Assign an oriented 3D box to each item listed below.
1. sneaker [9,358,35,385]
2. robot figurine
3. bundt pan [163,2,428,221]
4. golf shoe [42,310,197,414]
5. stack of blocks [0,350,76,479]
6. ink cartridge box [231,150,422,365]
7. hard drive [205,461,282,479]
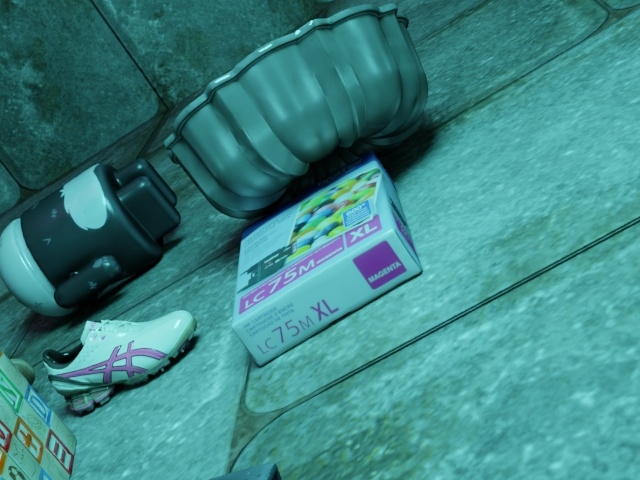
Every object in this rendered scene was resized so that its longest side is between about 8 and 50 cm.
[{"bbox_3d":[-0.437,0.229,1.299,0.188,0.066,0.071,-38,34,5],"label":"sneaker"},{"bbox_3d":[-0.346,-0.002,1.530,0.278,0.174,0.209,-33,-5,6],"label":"robot figurine"},{"bbox_3d":[-0.010,-0.131,1.206,0.330,0.124,0.331,-30,-10,-6],"label":"bundt pan"},{"bbox_3d":[-0.226,0.121,1.141,0.186,0.086,0.067,-29,17,12],"label":"golf shoe"},{"bbox_3d":[-0.320,0.211,0.940,0.087,0.171,0.297,-34,19,1],"label":"stack of blocks"},{"bbox_3d":[0.000,0.000,1.098,0.185,0.065,0.311,-31,17,10],"label":"ink cartridge box"},{"bbox_3d":[-0.140,0.253,0.706,0.254,0.054,0.172,-25,20,28],"label":"hard drive"}]
